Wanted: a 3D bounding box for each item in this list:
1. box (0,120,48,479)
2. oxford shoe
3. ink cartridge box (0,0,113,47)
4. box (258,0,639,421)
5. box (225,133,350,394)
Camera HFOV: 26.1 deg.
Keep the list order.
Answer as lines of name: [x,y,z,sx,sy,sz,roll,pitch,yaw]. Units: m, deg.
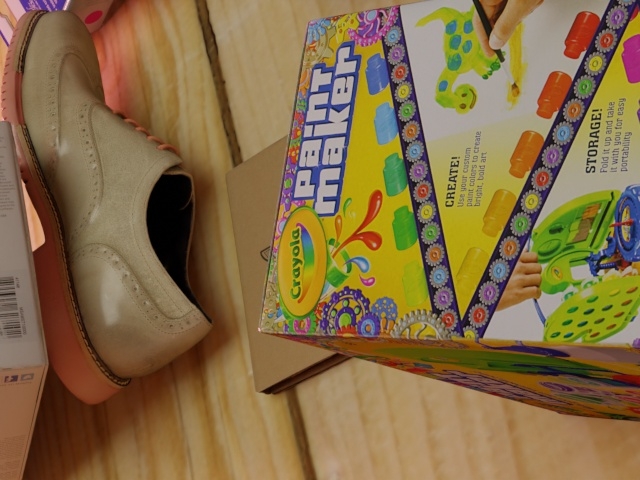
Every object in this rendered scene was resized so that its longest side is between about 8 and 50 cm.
box: [-0.291,0.084,1.191,0.322,0.058,0.232,118,144,-53]
oxford shoe: [-0.179,-0.055,1.214,0.146,0.140,0.397,-23,62,12]
ink cartridge box: [-0.243,-0.321,1.299,0.176,0.069,0.371,58,141,14]
box: [0.175,-0.005,0.729,0.279,0.290,0.177,-1,76,44]
box: [0.000,0.000,1.080,0.164,0.021,0.201,-29,57,33]
